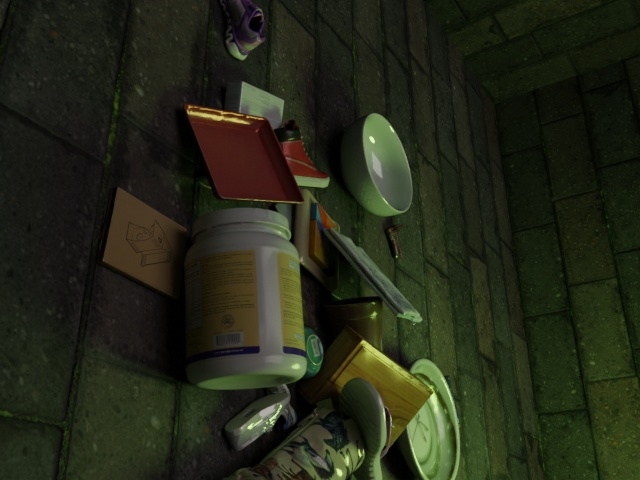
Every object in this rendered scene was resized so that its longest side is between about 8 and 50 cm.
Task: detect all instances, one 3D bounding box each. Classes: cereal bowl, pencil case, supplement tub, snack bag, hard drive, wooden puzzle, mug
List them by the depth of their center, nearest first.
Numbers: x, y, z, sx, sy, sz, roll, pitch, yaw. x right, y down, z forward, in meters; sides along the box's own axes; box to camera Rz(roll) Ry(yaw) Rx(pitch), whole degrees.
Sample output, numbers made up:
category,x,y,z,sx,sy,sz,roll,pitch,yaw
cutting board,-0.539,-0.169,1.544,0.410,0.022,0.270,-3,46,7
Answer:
category,x,y,z,sx,sy,sz,roll,pitch,yaw
supplement tub,-0.156,0.123,1.417,0.241,0.241,0.331,24,56,-54
pencil case,-0.057,0.496,1.492,0.183,0.160,0.410,61,28,7
mug,-0.060,0.261,1.663,0.157,0.097,0.129,52,36,-36
hard drive,-0.082,-0.075,1.865,0.094,0.022,0.135,65,30,-16
wooden puzzle,0.000,0.000,1.917,0.239,0.044,0.220,42,45,-55
snack bag,0.165,0.106,1.968,0.323,0.037,0.342,49,7,21
cereal bowl,0.162,-0.232,2.245,0.339,0.141,0.338,35,48,-50

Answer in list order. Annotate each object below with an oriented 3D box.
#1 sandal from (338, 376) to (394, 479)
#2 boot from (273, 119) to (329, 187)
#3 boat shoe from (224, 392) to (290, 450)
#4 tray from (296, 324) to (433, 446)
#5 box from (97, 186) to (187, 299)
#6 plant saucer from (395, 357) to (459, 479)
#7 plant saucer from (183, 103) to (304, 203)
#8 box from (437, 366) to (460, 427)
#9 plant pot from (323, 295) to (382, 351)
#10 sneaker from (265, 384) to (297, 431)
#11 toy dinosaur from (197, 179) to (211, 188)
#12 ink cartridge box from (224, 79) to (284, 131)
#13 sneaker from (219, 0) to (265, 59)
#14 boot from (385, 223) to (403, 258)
category,x,y,z,sx,sy,sz,roll,pitch,yaw
sandal,0.123,0.461,1.709,0.169,0.102,0.416,48,-29,36
boot,-0.048,-0.232,1.892,0.244,0.088,0.176,-1,93,-60
boat shoe,-0.129,0.390,1.503,0.184,0.066,0.063,-29,112,-54
tray,0.130,0.396,1.833,0.203,0.076,0.411,-51,136,-2
box,-0.344,0.008,1.370,0.201,0.021,0.164,37,46,-47
plant saucer,0.311,0.571,2.157,0.400,0.101,0.400,35,46,-48
plant saucer,-0.184,-0.187,1.615,0.258,0.048,0.259,0,57,-46
box,0.430,0.558,2.441,0.136,0.037,0.225,2,73,-60
plant pot,0.101,0.245,1.900,0.167,0.167,0.165,-9,92,-61
sneaker,-0.097,0.375,1.593,0.058,0.052,0.135,-36,106,-52
toy dinosaur,-0.226,-0.150,1.632,0.112,0.064,0.211,37,37,-18
ink cartridge box,-0.176,-0.274,1.792,0.189,0.066,0.232,10,89,-59
sneaker,-0.198,-0.599,1.834,0.095,0.105,0.236,9,67,-57
boot,0.271,0.004,2.428,0.106,0.037,0.114,-24,94,-48
